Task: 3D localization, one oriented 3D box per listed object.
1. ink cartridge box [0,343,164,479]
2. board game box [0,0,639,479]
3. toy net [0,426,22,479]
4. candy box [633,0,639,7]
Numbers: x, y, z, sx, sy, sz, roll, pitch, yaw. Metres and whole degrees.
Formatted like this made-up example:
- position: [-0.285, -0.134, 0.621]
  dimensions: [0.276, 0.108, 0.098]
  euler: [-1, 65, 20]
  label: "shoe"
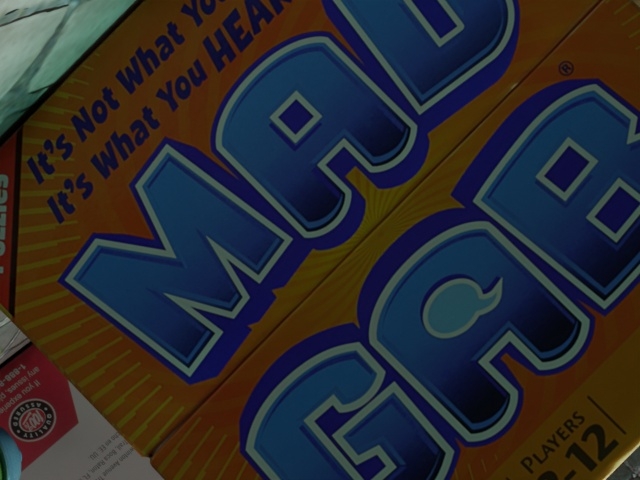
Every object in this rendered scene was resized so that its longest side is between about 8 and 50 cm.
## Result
- position: [-0.141, 0.253, 1.246]
  dimensions: [0.279, 0.385, 0.160]
  euler: [-40, 173, -41]
  label: "ink cartridge box"
- position: [0.045, 0.001, 0.879]
  dimensions: [0.356, 0.356, 0.356]
  euler: [-45, 175, 1]
  label: "board game box"
- position: [-0.293, 0.151, 0.937]
  dimensions: [0.232, 0.122, 0.045]
  euler: [-26, 172, 34]
  label: "toy net"
- position: [0.301, -0.278, 1.653]
  dimensions: [0.316, 0.183, 0.087]
  euler: [-42, 173, -33]
  label: "candy box"
